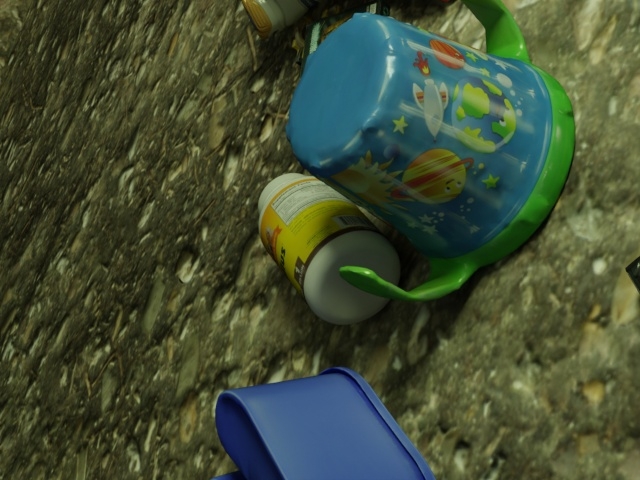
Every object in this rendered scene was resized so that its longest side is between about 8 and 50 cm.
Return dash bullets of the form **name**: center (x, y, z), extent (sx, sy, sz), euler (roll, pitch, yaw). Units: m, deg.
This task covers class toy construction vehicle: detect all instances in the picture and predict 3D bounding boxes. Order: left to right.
- **toy construction vehicle**: center (-0.005, -0.287, 1.483), extent (0.086, 0.035, 0.098), euler (-19, 57, 50)

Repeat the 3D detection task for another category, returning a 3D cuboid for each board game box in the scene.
- **board game box**: center (0.027, -0.221, 1.380), extent (0.126, 0.026, 0.186), euler (-10, 62, 36)

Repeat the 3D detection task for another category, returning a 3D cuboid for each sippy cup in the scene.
- **sippy cup**: center (0.097, -0.112, 1.063), extent (0.240, 0.224, 0.306), euler (-42, 42, 35)

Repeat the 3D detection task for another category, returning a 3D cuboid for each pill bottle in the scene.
- **pill bottle**: center (0.000, 0.000, 1.235), extent (0.117, 0.117, 0.215), euler (-59, 33, 13)

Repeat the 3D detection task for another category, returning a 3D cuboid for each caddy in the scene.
- **caddy**: center (0.016, 0.274, 1.009), extent (0.341, 0.179, 0.241), euler (-129, 42, -54)

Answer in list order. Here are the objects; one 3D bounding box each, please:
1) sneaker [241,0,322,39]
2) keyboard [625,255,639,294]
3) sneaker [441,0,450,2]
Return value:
- **sneaker**: center (-0.051, -0.401, 1.577), extent (0.130, 0.112, 0.296), euler (-24, 37, 9)
- **keyboard**: center (0.368, -0.056, 0.818), extent (0.317, 0.033, 0.202), euler (-46, 45, 29)
- **sneaker**: center (0.109, -0.340, 1.312), extent (0.161, 0.075, 0.057), euler (33, 99, 56)
